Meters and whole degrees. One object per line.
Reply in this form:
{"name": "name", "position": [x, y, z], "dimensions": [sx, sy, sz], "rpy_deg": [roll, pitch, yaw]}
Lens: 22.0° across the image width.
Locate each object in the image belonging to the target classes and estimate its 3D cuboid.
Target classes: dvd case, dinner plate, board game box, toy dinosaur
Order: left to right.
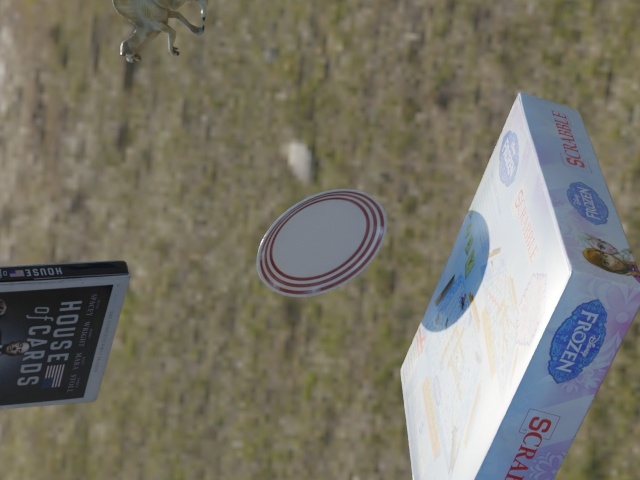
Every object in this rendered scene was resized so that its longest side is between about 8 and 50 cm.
{"name": "dvd case", "position": [-0.310, 0.094, 1.542], "dimensions": [0.029, 0.239, 0.179], "rpy_deg": [-116, 34, -40]}
{"name": "toy dinosaur", "position": [-0.153, -0.240, 1.581], "dimensions": [0.053, 0.093, 0.183], "rpy_deg": [-91, 10, -58]}
{"name": "dinner plate", "position": [0.000, 0.000, 1.644], "dimensions": [0.017, 0.141, 0.141], "rpy_deg": [57, 143, 40]}
{"name": "board game box", "position": [0.159, 0.082, 1.404], "dimensions": [0.318, 0.066, 0.318], "rpy_deg": [-92, 20, -60]}
